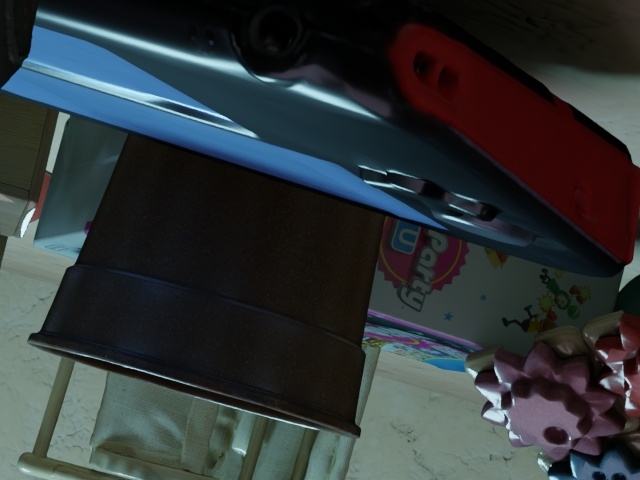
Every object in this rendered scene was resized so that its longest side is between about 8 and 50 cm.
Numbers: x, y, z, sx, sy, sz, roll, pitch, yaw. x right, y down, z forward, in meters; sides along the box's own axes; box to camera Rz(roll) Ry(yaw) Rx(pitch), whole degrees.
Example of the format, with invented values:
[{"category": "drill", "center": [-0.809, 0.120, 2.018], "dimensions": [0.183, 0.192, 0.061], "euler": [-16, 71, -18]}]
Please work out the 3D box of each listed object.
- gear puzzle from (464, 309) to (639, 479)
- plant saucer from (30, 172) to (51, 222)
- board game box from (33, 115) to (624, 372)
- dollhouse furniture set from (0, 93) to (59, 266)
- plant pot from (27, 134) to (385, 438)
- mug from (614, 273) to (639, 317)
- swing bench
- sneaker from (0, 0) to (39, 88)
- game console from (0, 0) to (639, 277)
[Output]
[{"category": "gear puzzle", "center": [0.247, 0.094, 0.952], "dimensions": [0.339, 0.044, 0.175], "euler": [-19, 119, 37]}, {"category": "plant saucer", "center": [-0.372, -0.076, 1.522], "dimensions": [0.258, 0.047, 0.259], "euler": [13, 173, 22]}, {"category": "board game box", "center": [0.000, 0.000, 1.108], "dimensions": [0.303, 0.097, 0.224], "euler": [17, 173, -19]}, {"category": "dollhouse furniture set", "center": [-0.262, -0.025, 1.074], "dimensions": [0.161, 0.212, 0.242], "euler": [16, 146, -14]}, {"category": "plant pot", "center": [-0.038, -0.004, 0.881], "dimensions": [0.167, 0.165, 0.167], "euler": [16, 173, 2]}, {"category": "mug", "center": [0.224, 0.069, 1.101], "dimensions": [0.129, 0.097, 0.157], "euler": [18, -152, -26]}, {"category": "swing bench", "center": [-0.092, 0.123, 1.604], "dimensions": [0.255, 0.253, 0.165], "euler": [22, 171, -35]}, {"category": "sneaker", "center": [-0.085, -0.092, 0.320], "dimensions": [0.098, 0.135, 0.276], "euler": [16, 157, -7]}, {"category": "game console", "center": [-0.088, -0.072, 0.651], "dimensions": [0.387, 0.060, 0.342], "euler": [18, -178, 21]}]
